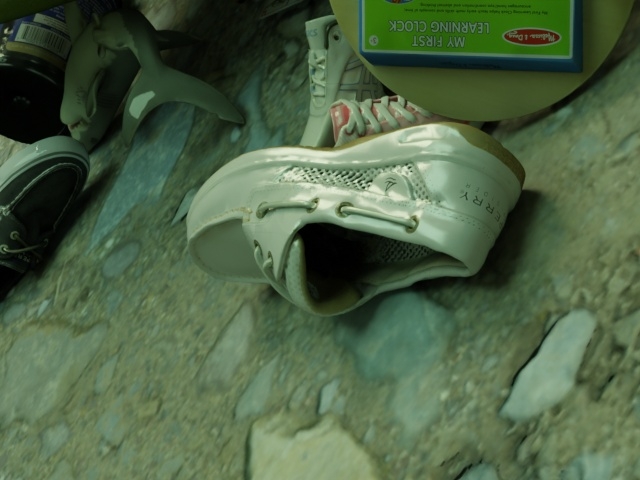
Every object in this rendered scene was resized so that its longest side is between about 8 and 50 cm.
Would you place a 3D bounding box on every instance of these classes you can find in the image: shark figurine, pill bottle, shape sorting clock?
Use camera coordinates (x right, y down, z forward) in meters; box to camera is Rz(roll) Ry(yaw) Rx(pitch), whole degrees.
[{"bbox_3d":[-0.148,-0.161,1.414,0.278,0.116,0.166,-177,84,-66],"label":"shark figurine"},{"bbox_3d":[-0.265,-0.212,1.607,0.123,0.123,0.219,-26,39,42],"label":"pill bottle"},{"bbox_3d":[0.094,-0.174,0.987,0.206,0.206,0.040,-37,-8,29],"label":"shape sorting clock"}]

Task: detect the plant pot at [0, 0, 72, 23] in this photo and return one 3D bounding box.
[{"bbox_3d":[-0.247,-0.341,1.330,0.353,0.366,0.366,-28,38,26],"label":"plant pot"}]

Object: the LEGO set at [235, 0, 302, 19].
[{"bbox_3d":[0.003,-0.277,1.347,0.244,0.060,0.182,-15,44,50],"label":"LEGO set"}]

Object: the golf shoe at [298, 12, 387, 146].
[{"bbox_3d":[0.010,-0.115,1.135,0.069,0.086,0.176,7,67,56],"label":"golf shoe"}]

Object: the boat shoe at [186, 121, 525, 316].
[{"bbox_3d":[0.000,0.000,1.016,0.277,0.098,0.096,-14,48,48],"label":"boat shoe"}]

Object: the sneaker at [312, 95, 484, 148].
[{"bbox_3d":[0.049,-0.075,1.052,0.134,0.070,0.051,-41,30,21],"label":"sneaker"}]

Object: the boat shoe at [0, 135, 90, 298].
[{"bbox_3d":[-0.283,0.004,1.464,0.228,0.080,0.076,-41,49,19],"label":"boat shoe"}]
